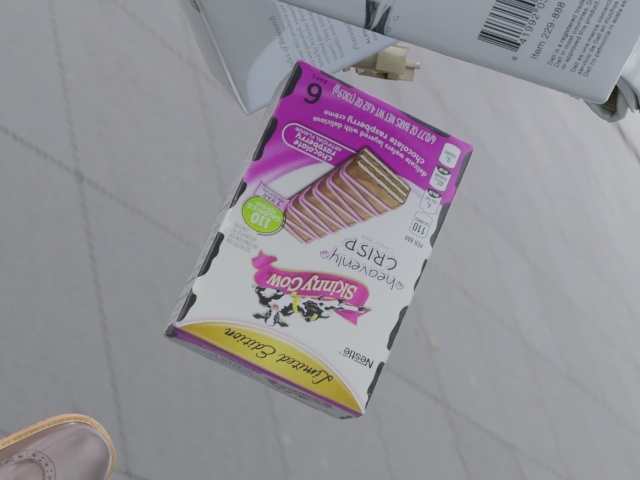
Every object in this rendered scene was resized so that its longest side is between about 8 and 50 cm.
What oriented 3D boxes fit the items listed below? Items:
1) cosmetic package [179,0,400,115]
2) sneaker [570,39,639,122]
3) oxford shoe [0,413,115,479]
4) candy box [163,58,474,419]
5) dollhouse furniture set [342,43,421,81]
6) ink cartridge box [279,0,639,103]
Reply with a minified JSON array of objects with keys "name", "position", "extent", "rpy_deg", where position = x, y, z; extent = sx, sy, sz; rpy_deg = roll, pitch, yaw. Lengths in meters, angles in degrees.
[{"name":"cosmetic package","position":[-0.040,-0.246,1.326],"extent":[0.151,0.183,0.151],"rpy_deg":[66,-7,-27]},{"name":"sneaker","position":[0.286,-0.187,1.222],"extent":[0.292,0.108,0.169],"rpy_deg":[15,92,-57]},{"name":"oxford shoe","position":[-0.303,0.287,1.144],"extent":[0.363,0.132,0.130],"rpy_deg":[-44,106,-28]},{"name":"candy box","position":[0.000,0.000,1.026],"extent":[0.159,0.233,0.071],"rpy_deg":[25,-15,-8]},{"name":"dollhouse furniture set","position":[0.081,-0.247,1.586],"extent":[0.161,0.182,0.101],"rpy_deg":[5,96,-36]},{"name":"ink cartridge box","position":[0.088,-0.238,0.846],"extent":[0.289,0.211,0.121],"rpy_deg":[16,29,-16]}]
